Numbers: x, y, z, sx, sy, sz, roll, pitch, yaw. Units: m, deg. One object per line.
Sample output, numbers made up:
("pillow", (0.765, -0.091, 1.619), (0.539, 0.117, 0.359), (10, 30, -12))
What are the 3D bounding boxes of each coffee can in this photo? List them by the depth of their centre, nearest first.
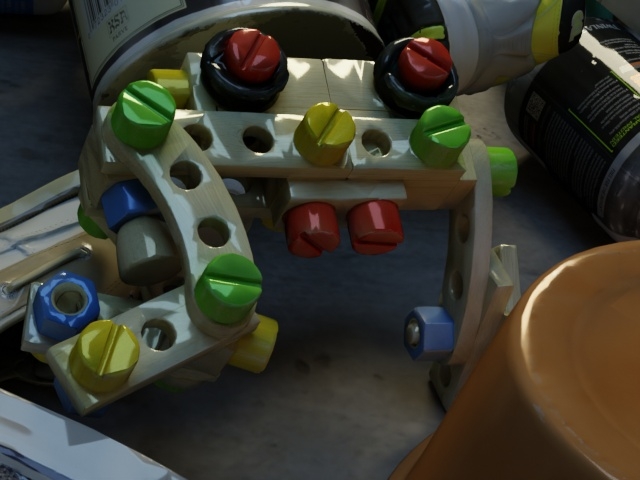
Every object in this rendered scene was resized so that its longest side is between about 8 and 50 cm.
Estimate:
("coffee can", (-0.084, -0.209, 0.987), (0.201, 0.201, 0.275), (-6, 64, -20))

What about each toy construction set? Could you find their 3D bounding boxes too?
("toy construction set", (0.000, 0.000, 0.768), (0.327, 0.151, 0.215), (9, 57, -33))

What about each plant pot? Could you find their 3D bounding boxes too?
("plant pot", (0.166, 0.136, 0.659), (0.290, 0.203, 0.291), (6, 36, -5))

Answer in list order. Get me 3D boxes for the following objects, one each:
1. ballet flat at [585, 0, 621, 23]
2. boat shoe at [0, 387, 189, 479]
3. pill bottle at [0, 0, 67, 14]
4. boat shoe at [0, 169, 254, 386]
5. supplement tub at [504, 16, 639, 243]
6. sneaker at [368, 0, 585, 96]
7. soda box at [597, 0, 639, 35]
("ballet flat", (0.220, -0.236, 1.257), (0.124, 0.116, 0.342), (9, 31, 35))
("boat shoe", (-0.166, 0.149, 0.663), (0.340, 0.127, 0.158), (28, 77, -4))
("pill bottle", (-0.264, -0.244, 1.136), (0.221, 0.124, 0.124), (2, 37, -12))
("boat shoe", (-0.158, 0.034, 0.817), (0.302, 0.113, 0.103), (-21, 66, -31))
("supplement tub", (0.225, -0.068, 1.014), (0.117, 0.117, 0.190), (-10, 41, -24))
("sneaker", (0.069, -0.195, 1.099), (0.147, 0.145, 0.385), (-7, 29, -16))
("soda box", (0.313, -0.186, 1.115), (0.286, 0.091, 0.098), (37, 37, -9))
